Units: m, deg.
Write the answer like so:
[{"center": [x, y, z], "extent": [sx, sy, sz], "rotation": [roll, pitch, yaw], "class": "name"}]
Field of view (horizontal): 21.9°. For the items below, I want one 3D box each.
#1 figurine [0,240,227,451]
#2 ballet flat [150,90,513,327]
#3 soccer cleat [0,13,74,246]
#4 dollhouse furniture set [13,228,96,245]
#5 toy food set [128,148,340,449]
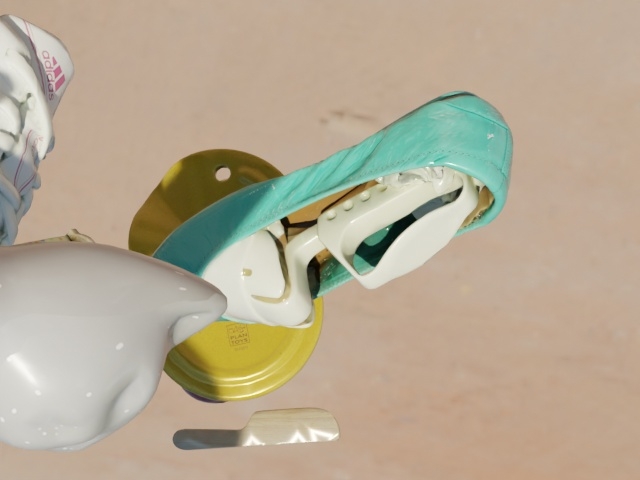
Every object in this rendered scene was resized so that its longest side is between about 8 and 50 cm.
[{"center": [-0.153, 0.040, 0.431], "extent": [0.215, 0.092, 0.209], "rotation": [-36, 142, 19], "class": "figurine"}, {"center": [0.000, 0.000, 0.952], "extent": [0.247, 0.087, 0.083], "rotation": [-28, 129, 16], "class": "ballet flat"}, {"center": [-0.186, -0.039, 0.812], "extent": [0.143, 0.331, 0.116], "rotation": [-9, 154, -9], "class": "soccer cleat"}, {"center": [-0.280, 0.085, 1.613], "extent": [0.101, 0.161, 0.182], "rotation": [-45, 162, 31], "class": "dollhouse furniture set"}, {"center": [-0.059, 0.047, 1.173], "extent": [0.128, 0.218, 0.071], "rotation": [-12, 168, 4], "class": "toy food set"}]
